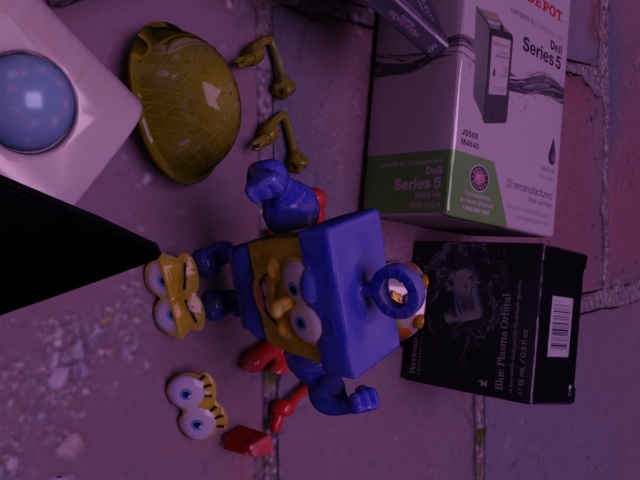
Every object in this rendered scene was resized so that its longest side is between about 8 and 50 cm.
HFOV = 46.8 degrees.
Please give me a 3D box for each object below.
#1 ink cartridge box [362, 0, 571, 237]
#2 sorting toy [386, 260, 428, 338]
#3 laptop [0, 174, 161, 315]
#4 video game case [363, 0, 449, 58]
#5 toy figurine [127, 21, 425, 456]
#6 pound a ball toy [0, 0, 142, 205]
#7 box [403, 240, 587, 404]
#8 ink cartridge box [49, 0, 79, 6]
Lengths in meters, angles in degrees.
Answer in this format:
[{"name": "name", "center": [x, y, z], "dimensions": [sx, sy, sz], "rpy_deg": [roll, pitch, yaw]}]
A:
[{"name": "ink cartridge box", "center": [0.159, -0.149, 0.781], "dimensions": [0.198, 0.114, 0.273], "rpy_deg": [8, 86, -43]}, {"name": "sorting toy", "center": [0.067, 0.059, 0.761], "dimensions": [0.075, 0.045, 0.083], "rpy_deg": [8, 86, -24]}, {"name": "laptop", "center": [-0.243, -0.064, 0.335], "dimensions": [0.136, 0.234, 0.264], "rpy_deg": [-37, 106, -61]}, {"name": "video game case", "center": [-0.003, -0.286, 0.615], "dimensions": [0.274, 0.026, 0.196], "rpy_deg": [28, 38, -41]}, {"name": "toy figurine", "center": [0.000, 0.000, 0.567], "dimensions": [0.191, 0.217, 0.363], "rpy_deg": [-17, 104, -42]}, {"name": "pound a ball toy", "center": [-0.231, -0.171, 0.399], "dimensions": [0.319, 0.135, 0.208], "rpy_deg": [49, 60, -34]}, {"name": "box", "center": [0.181, 0.083, 0.780], "dimensions": [0.093, 0.158, 0.156], "rpy_deg": [11, 84, -44]}, {"name": "ink cartridge box", "center": [-0.157, -0.269, 0.508], "dimensions": [0.127, 0.072, 0.175], "rpy_deg": [-38, 116, -37]}]
